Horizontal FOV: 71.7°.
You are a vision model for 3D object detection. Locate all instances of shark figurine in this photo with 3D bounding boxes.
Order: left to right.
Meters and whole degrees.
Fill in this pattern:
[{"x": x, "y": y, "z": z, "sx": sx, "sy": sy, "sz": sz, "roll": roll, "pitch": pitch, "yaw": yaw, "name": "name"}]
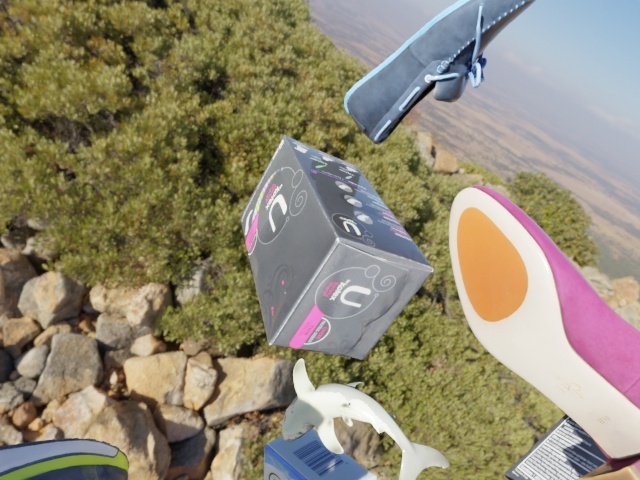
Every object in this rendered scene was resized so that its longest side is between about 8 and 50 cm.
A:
[{"x": 0.060, "y": 0.267, "z": 0.707, "sx": 0.278, "sy": 0.166, "sz": 0.116, "roll": 2, "pitch": 7, "yaw": 36, "name": "shark figurine"}]

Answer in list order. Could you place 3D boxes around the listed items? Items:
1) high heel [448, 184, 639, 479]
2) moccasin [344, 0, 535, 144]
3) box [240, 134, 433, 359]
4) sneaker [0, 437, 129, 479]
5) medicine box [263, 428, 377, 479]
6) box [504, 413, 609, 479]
[{"x": 0.278, "y": 0.099, "z": 0.468, "sx": 0.181, "sy": 0.127, "sz": 0.377, "roll": -9, "pitch": 68, "yaw": -30, "name": "high heel"}, {"x": 0.190, "y": -0.268, "z": 0.692, "sx": 0.137, "sy": 0.342, "sz": 0.117, "roll": -31, "pitch": 93, "yaw": -41, "name": "moccasin"}, {"x": 0.000, "y": 0.000, "z": 0.605, "sx": 0.143, "sy": 0.165, "sz": 0.270, "roll": 17, "pitch": 28, "yaw": -29, "name": "box"}, {"x": -0.291, "y": 0.237, "z": 0.360, "sx": 0.300, "sy": 0.111, "sz": 0.121, "roll": 27, "pitch": 50, "yaw": -58, "name": "sneaker"}, {"x": -0.010, "y": 0.673, "z": 1.116, "sx": 0.149, "sy": 0.289, "sz": 0.263, "roll": -9, "pitch": 16, "yaw": -42, "name": "medicine box"}, {"x": 0.503, "y": 0.375, "z": 0.651, "sx": 0.183, "sy": 0.294, "sz": 0.296, "roll": 50, "pitch": -8, "yaw": -6, "name": "box"}]
